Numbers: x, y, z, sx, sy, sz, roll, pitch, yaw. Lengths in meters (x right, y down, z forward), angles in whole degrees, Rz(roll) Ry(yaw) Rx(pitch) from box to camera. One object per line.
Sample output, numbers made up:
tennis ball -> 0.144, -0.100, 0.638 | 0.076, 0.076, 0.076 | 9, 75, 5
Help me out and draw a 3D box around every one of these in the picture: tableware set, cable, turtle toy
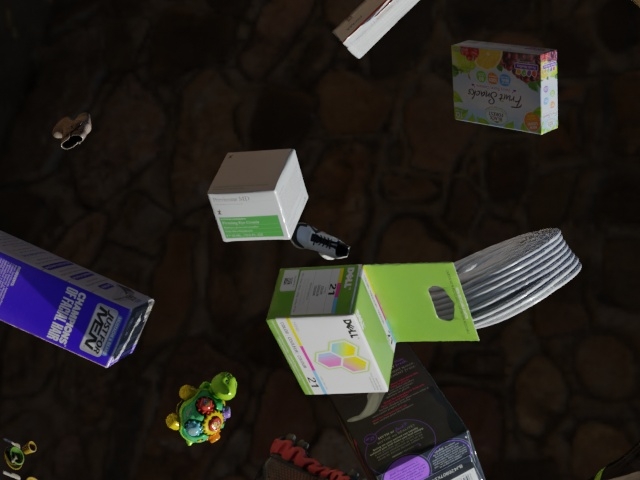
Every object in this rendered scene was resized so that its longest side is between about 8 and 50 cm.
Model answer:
tableware set -> -0.557, 0.449, 2.084 | 0.104, 0.024, 0.154 | 42, 26, -46
cable -> 0.272, 0.061, 1.714 | 0.089, 0.257, 0.257 | 64, -20, -3
turtle toy -> -0.178, 0.266, 1.741 | 0.095, 0.066, 0.130 | 30, 83, -47

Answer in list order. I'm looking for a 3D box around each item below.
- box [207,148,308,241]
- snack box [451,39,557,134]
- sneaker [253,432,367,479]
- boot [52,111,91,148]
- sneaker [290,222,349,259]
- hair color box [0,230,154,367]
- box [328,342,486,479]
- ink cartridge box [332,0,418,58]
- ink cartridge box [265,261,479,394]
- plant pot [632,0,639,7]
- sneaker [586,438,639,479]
box -> -0.083, -0.061, 1.488 | 0.102, 0.101, 0.087 | -69, 151, -49
snack box -> 0.230, -0.194, 1.379 | 0.037, 0.141, 0.100 | -24, 117, -37
sneaker -> -0.005, 0.380, 1.569 | 0.135, 0.276, 0.098 | -47, 126, -20
boot -> -0.530, -0.223, 2.313 | 0.042, 0.118, 0.087 | 45, 33, -31
sneaker -> 0.000, 0.000, 1.640 | 0.109, 0.043, 0.040 | 21, 78, -41
hair color box -> -0.451, 0.079, 1.750 | 0.185, 0.338, 0.110 | -32, 144, -87
box -> 0.133, 0.313, 1.786 | 0.270, 0.165, 0.143 | -123, -170, -57
ink cartridge box -> 0.095, -0.353, 1.577 | 0.066, 0.189, 0.232 | 48, 9, 6
ink cartridge box -> 0.077, 0.125, 1.555 | 0.189, 0.255, 0.097 | 66, 29, -43
plant pot -> 0.420, -0.336, 1.176 | 0.032, 0.236, 0.236 | -58, 144, -56
sneaker -> 0.366, 0.224, 1.133 | 0.084, 0.234, 0.097 | 34, 48, -20
